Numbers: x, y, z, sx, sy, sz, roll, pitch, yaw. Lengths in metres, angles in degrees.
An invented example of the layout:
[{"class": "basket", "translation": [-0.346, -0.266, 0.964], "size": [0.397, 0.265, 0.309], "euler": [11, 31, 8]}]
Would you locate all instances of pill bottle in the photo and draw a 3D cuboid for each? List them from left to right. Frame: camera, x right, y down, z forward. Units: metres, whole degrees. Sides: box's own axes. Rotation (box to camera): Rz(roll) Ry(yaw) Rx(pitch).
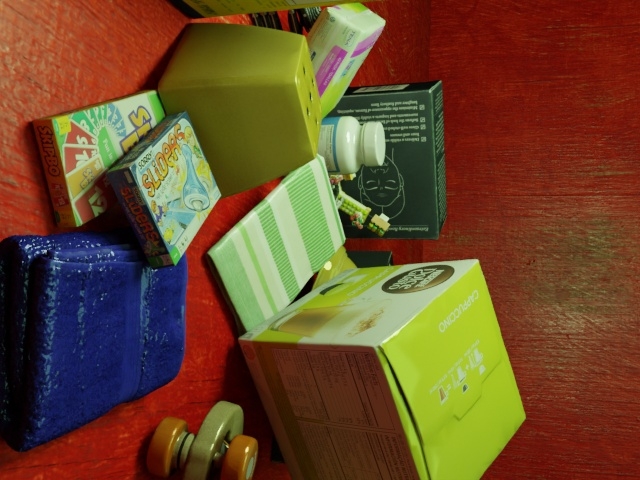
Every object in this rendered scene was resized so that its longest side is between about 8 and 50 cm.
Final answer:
[{"class": "pill bottle", "translation": [0.020, -0.200, 1.426], "size": [0.124, 0.221, 0.124], "euler": [0, 90, -73]}]

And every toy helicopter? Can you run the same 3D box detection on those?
[{"class": "toy helicopter", "translation": [-0.177, 0.421, 1.031], "size": [0.235, 0.140, 0.355], "euler": [-4, 105, -81]}]

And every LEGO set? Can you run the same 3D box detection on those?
[{"class": "LEGO set", "translation": [0.057, -0.114, 1.696], "size": [0.287, 0.132, 0.107], "euler": [63, 30, -10]}]

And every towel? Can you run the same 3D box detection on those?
[{"class": "towel", "translation": [-0.253, 0.098, 0.802], "size": [0.308, 0.076, 0.227], "euler": [-9, 98, -72]}, {"class": "towel", "translation": [-0.072, 0.009, 1.268], "size": [0.325, 0.038, 0.248], "euler": [-48, 139, -32]}]

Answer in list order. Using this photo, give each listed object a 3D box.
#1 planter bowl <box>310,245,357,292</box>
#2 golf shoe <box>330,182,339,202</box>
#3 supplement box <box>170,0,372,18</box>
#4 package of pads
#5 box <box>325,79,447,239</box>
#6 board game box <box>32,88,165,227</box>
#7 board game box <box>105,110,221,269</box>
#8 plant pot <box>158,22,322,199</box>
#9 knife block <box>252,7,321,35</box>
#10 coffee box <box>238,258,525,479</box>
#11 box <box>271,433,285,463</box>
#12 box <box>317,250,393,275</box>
[{"class": "planter bowl", "translation": [0.035, 0.110, 1.562], "size": [0.217, 0.090, 0.217], "euler": [23, 90, -86]}, {"class": "golf shoe", "translation": [-0.035, -0.032, 1.482], "size": [0.273, 0.105, 0.120], "euler": [-58, 152, -44]}, {"class": "supplement box", "translation": [-0.062, -0.451, 0.938], "size": [0.194, 0.356, 0.195], "euler": [12, 79, -73]}, {"class": "package of pads", "translation": [0.020, -0.360, 1.368], "size": [0.229, 0.101, 0.296], "euler": [-56, 180, 26]}, {"class": "box", "translation": [0.181, -0.217, 1.821], "size": [0.212, 0.293, 0.395], "euler": [-48, 136, -64]}, {"class": "board game box", "translation": [-0.258, -0.116, 0.857], "size": [0.259, 0.039, 0.124], "euler": [-56, 142, -66]}, {"class": "board game box", "translation": [-0.196, -0.072, 0.876], "size": [0.201, 0.035, 0.136], "euler": [-74, 148, -59]}, {"class": "plant pot", "translation": [-0.104, -0.210, 1.038], "size": [0.212, 0.187, 0.212], "euler": [-83, 163, -47]}, {"class": "knife block", "translation": [-0.112, -0.491, 1.269], "size": [0.275, 0.242, 0.088], "euler": [30, 46, -17]}, {"class": "coffee box", "translation": [0.122, 0.257, 1.232], "size": [0.337, 0.334, 0.338], "euler": [-31, 107, -43]}, {"class": "box", "translation": [-0.011, 0.379, 1.451], "size": [0.108, 0.153, 0.207], "euler": [38, 55, -69]}, {"class": "box", "translation": [0.106, 0.160, 1.770], "size": [0.103, 0.184, 0.261], "euler": [-67, 152, -56]}]
